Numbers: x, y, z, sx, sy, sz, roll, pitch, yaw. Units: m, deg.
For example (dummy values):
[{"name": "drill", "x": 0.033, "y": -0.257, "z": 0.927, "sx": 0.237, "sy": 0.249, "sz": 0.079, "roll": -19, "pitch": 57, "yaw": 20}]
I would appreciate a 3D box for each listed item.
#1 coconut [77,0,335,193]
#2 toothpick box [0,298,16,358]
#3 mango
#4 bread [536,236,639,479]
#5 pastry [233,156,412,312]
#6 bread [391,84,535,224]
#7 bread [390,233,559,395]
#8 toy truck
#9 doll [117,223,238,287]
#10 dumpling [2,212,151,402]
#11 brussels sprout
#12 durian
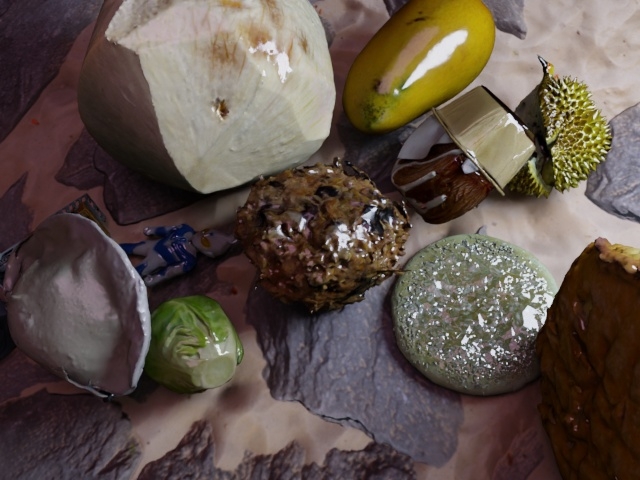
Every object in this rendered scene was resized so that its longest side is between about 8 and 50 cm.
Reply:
[{"name": "coconut", "x": -0.171, "y": -0.248, "z": 1.192, "sx": 0.416, "sy": 0.344, "sz": 0.415, "roll": -3, "pitch": 56, "yaw": 5}, {"name": "toothpick box", "x": -0.538, "y": 0.107, "z": 1.159, "sx": 0.153, "sy": 0.101, "sz": 0.101, "roll": 37, "pitch": 69, "yaw": 24}, {"name": "mango", "x": 0.155, "y": -0.290, "z": 1.268, "sx": 0.317, "sy": 0.211, "sz": 0.173, "roll": -44, "pitch": 104, "yaw": -18}, {"name": "bread", "x": 0.404, "y": 0.183, "z": 0.894, "sx": 0.216, "sy": 0.398, "sz": 0.397, "roll": 0, "pitch": 59, "yaw": -8}, {"name": "pastry", "x": 0.000, "y": 0.000, "z": 1.140, "sx": 0.275, "sy": 0.192, "sz": 0.274, "roll": -3, "pitch": 34, "yaw": 2}, {"name": "bread", "x": 0.214, "y": -0.124, "z": 1.168, "sx": 0.212, "sy": 0.142, "sz": 0.224, "roll": -44, "pitch": 19, "yaw": 16}, {"name": "bread", "x": 0.231, "y": 0.100, "z": 1.130, "sx": 0.267, "sy": 0.040, "sz": 0.266, "roll": -2, "pitch": 60, "yaw": 4}, {"name": "toy truck", "x": -0.425, "y": 0.009, "z": 1.207, "sx": 0.178, "sy": 0.080, "sz": 0.115, "roll": -33, "pitch": 30, "yaw": -2}, {"name": "doll", "x": -0.240, "y": 0.014, "z": 1.212, "sx": 0.228, "sy": 0.057, "sz": 0.114, "roll": -14, "pitch": 55, "yaw": 2}, {"name": "dumpling", "x": -0.331, "y": 0.091, "z": 1.091, "sx": 0.293, "sy": 0.163, "sz": 0.204, "roll": 36, "pitch": 85, "yaw": 24}, {"name": "brussels sprout", "x": -0.191, "y": 0.148, "z": 1.095, "sx": 0.155, "sy": 0.117, "sz": 0.155, "roll": -13, "pitch": 42, "yaw": 12}, {"name": "durian", "x": 0.374, "y": -0.171, "z": 1.209, "sx": 0.138, "sy": 0.193, "sz": 0.237, "roll": 20, "pitch": 72, "yaw": -11}]
